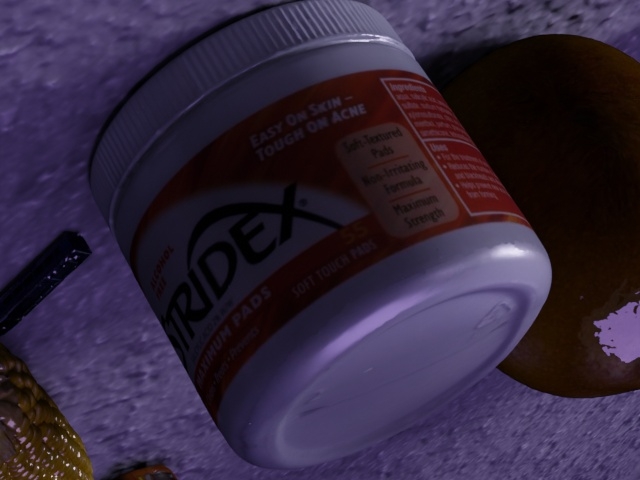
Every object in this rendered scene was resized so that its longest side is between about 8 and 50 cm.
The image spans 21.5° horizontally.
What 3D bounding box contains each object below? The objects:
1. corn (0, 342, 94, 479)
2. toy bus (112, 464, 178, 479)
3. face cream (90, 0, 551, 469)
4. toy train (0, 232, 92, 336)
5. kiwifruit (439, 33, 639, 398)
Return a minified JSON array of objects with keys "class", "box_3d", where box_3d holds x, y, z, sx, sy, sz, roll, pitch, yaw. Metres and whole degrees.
[{"class":"corn","box_3d":[-0.203,0.132,1.069,0.260,0.091,0.091,77,32,-66]},{"class":"toy bus","box_3d":[-0.234,0.333,1.439,0.092,0.093,0.409,-14,153,-52]},{"class":"face cream","box_3d":[0.000,0.000,0.929,0.201,0.187,0.201,-26,157,-12]},{"class":"toy train","box_3d":[-0.169,0.027,0.991,0.083,0.017,0.017,-42,153,21]},{"class":"kiwifruit","box_3d":[0.159,-0.011,1.048,0.196,0.234,0.196,-24,146,-18]}]
